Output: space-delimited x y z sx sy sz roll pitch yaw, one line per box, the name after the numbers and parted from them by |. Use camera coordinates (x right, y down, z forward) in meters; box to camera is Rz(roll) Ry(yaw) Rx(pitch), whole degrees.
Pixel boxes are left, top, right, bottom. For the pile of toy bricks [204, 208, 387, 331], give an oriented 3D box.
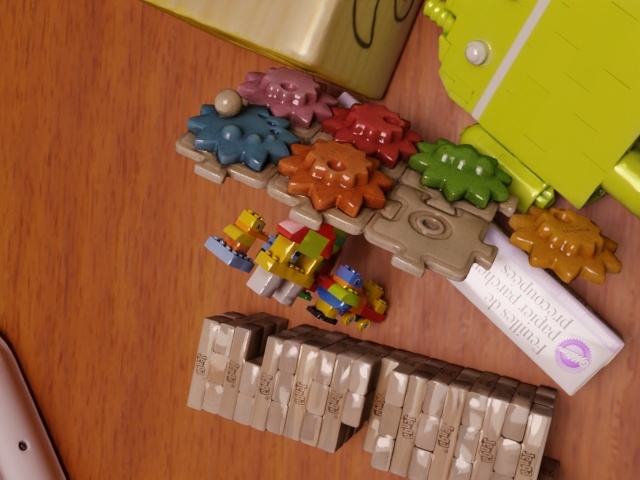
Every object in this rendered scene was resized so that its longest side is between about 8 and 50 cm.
0.000 0.000 0.640 0.118 0.212 0.105 36 94 32 | pile of toy bricks

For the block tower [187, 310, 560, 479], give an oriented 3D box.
0.050 0.146 0.675 0.335 0.091 0.097 14 97 20 | block tower

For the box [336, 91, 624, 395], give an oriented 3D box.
0.122 -0.005 0.658 0.324 0.067 0.063 45 105 16 | box

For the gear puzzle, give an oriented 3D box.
0.068 -0.051 0.563 0.338 0.175 0.044 25 129 11 | gear puzzle

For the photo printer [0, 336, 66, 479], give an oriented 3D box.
-0.435 0.266 0.861 0.256 0.107 0.308 -32 79 19 | photo printer

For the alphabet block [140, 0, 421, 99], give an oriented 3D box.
-0.018 -0.257 0.642 0.193 0.192 0.197 26 101 21 | alphabet block

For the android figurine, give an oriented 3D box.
0.194 -0.142 0.585 0.273 0.056 0.248 47 136 20 | android figurine
